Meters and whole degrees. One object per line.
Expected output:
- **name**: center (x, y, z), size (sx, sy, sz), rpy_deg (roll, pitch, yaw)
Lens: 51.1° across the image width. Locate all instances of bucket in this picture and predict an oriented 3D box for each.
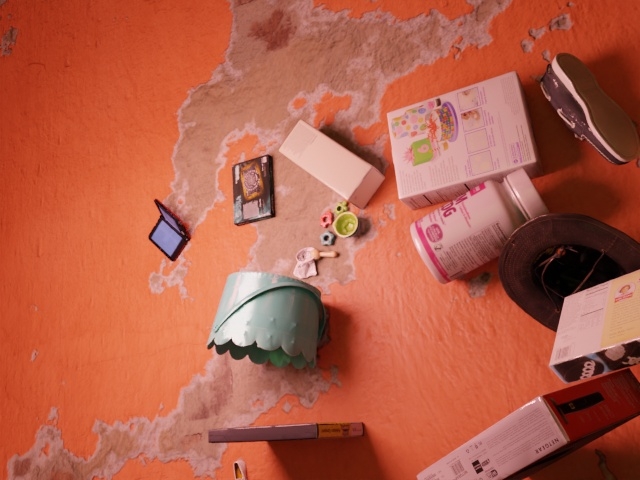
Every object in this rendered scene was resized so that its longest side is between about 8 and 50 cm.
- **bucket**: center (-0.126, 0.197, 1.629), size (0.281, 0.281, 0.183), rpy_deg (-1, 70, 27)

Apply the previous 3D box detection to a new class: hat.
- **hat**: center (0.546, 0.059, 1.378), size (0.331, 0.134, 0.331), rpy_deg (19, 129, 25)

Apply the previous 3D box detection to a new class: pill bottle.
- **pill bottle**: center (0.359, -0.035, 1.499), size (0.283, 0.160, 0.160), rpy_deg (-30, 63, 16)

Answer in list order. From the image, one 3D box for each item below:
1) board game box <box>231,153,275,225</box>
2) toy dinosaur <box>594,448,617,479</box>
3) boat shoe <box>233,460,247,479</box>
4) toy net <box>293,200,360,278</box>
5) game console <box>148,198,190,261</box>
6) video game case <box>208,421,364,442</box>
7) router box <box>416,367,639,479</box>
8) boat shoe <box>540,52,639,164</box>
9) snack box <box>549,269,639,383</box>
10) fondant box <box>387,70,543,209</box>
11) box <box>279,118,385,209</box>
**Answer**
- **board game box**: center (-0.192, -0.142, 1.898), size (0.126, 0.026, 0.186), rpy_deg (-12, 70, 25)
- **toy dinosaur**: center (0.542, 0.544, 1.261), size (0.295, 0.127, 0.200), rpy_deg (36, 104, 15)
- **boat shoe**: center (-0.200, 0.602, 1.675), size (0.035, 0.035, 0.100), rpy_deg (-19, 67, 21)
- **toy net**: center (0.000, 0.000, 1.744), size (0.232, 0.045, 0.122), rpy_deg (-43, 61, 10)
- **game console**: center (-0.461, -0.031, 1.976), size (0.085, 0.124, 0.144), rpy_deg (-41, 57, -19)
- **video game case**: center (-0.073, 0.440, 1.532), size (0.274, 0.248, 0.035), rpy_deg (-11, 72, 25)
- **router box**: center (0.388, 0.365, 1.216), size (0.335, 0.301, 0.082), rpy_deg (-51, 55, 39)
- **boat shoe**: center (0.596, -0.280, 1.492), size (0.114, 0.091, 0.303), rpy_deg (-8, 62, -22)
- **snack box**: center (0.566, 0.131, 1.181), size (0.322, 0.060, 0.187), rpy_deg (-33, 18, 46)
- **fondant box**: center (0.340, -0.234, 1.608), size (0.330, 0.096, 0.238), rpy_deg (-14, 69, 23)
- **box**: center (0.027, -0.202, 1.762), size (0.275, 0.094, 0.113), rpy_deg (40, 96, 30)
